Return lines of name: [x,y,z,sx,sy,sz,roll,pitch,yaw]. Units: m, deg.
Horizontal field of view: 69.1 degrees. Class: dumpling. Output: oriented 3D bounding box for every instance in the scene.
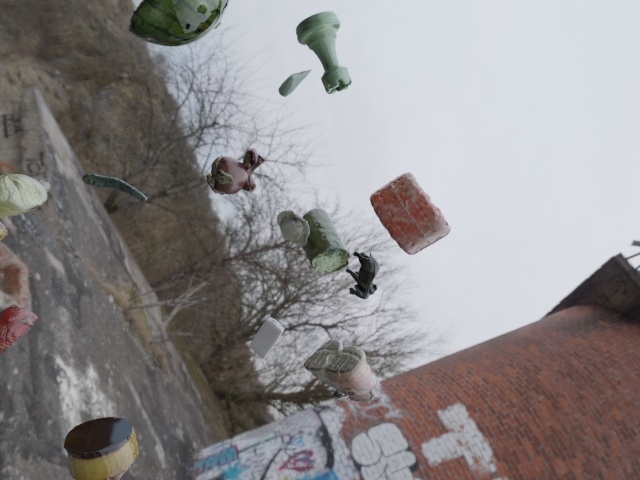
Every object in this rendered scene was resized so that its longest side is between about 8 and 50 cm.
dumpling: [-0.113,-0.064,2.065,0.188,0.108,0.127,48,-60,9]

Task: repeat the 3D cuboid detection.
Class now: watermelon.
watermelon: [-0.344,-0.636,1.229,0.331,0.190,0.330,-46,-153,31]

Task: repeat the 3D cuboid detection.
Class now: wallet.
wallet: [-0.227,0.409,1.962,0.095,0.033,0.189,36,-65,12]

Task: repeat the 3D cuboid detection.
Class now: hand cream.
hand cream: [-0.099,-0.566,1.658,0.205,0.078,0.049,-3,-74,68]

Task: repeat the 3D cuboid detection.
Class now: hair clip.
hair clip: [-0.730,-0.192,1.660,0.066,0.229,0.036,120,-14,-46]

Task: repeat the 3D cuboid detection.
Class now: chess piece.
chess piece: [0.029,-0.783,1.964,0.298,0.195,0.195,70,-16,-3]

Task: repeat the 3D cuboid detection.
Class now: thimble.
thimble: [0.268,-0.081,1.412,0.239,0.162,0.239,48,16,-18]

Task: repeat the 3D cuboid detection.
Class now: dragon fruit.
dragon fruit: [-1.104,0.305,1.636,0.127,0.120,0.161,41,3,-21]

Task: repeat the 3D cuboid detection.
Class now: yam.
yam: [0.000,0.000,2.154,0.195,0.195,0.300,92,-22,-46]

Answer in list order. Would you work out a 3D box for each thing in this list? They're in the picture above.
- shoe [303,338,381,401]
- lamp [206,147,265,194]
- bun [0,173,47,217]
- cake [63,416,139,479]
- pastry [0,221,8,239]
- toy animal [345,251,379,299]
shoe: [0.079,0.521,1.812,0.198,0.172,0.351,58,-24,-13]
lamp: [-0.367,-0.291,1.941,0.151,0.223,0.214,36,-61,22]
bun: [-1.154,-0.174,1.737,0.244,0.244,0.153,-142,-139,-63]
cake: [-0.655,0.651,1.389,0.185,0.208,0.178,16,-76,50]
pastry: [-1.025,-0.040,1.423,0.079,0.056,0.140,61,-8,-2]
toy animal: [0.180,0.162,2.055,0.146,0.115,0.244,47,-37,41]
